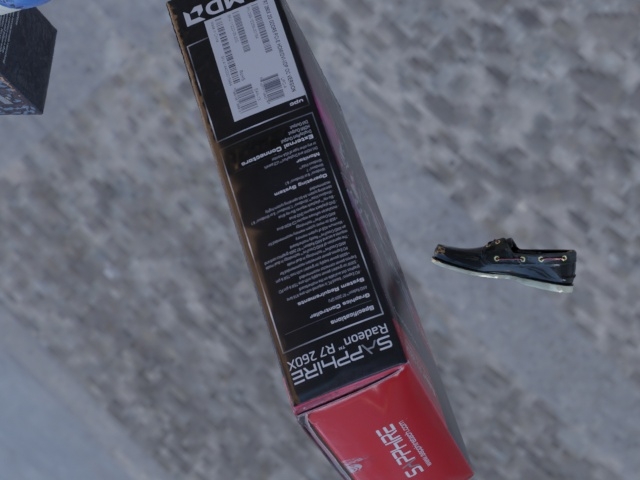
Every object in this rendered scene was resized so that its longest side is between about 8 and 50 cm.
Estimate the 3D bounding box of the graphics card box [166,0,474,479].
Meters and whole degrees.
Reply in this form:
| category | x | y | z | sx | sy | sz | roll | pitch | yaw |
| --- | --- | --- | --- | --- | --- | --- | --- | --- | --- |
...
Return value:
| category | x | y | z | sx | sy | sz | roll | pitch | yaw |
| --- | --- | --- | --- | --- | --- | --- | --- | --- | --- |
| graphics card box | 0.000 | 0.000 | 1.283 | 0.233 | 0.094 | 0.371 | 58 | -170 | -58 |

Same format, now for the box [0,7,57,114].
| category | x | y | z | sx | sy | sz | roll | pitch | yaw |
| --- | --- | --- | --- | --- | --- | --- | --- | --- | --- |
| box | -0.343 | -0.182 | 1.516 | 0.156 | 0.093 | 0.158 | 0 | 159 | 17 |

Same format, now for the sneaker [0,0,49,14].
| category | x | y | z | sx | sy | sz | roll | pitch | yaw |
| --- | --- | --- | --- | --- | --- | --- | --- | --- | --- |
| sneaker | -0.093 | -0.159 | 0.749 | 0.084 | 0.152 | 0.058 | -3 | 130 | 36 |

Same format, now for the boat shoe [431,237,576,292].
| category | x | y | z | sx | sy | sz | roll | pitch | yaw |
| --- | --- | --- | --- | --- | --- | --- | --- | --- | --- |
| boat shoe | 0.167 | 0.017 | 1.536 | 0.133 | 0.049 | 0.042 | 9 | 99 | 14 |
